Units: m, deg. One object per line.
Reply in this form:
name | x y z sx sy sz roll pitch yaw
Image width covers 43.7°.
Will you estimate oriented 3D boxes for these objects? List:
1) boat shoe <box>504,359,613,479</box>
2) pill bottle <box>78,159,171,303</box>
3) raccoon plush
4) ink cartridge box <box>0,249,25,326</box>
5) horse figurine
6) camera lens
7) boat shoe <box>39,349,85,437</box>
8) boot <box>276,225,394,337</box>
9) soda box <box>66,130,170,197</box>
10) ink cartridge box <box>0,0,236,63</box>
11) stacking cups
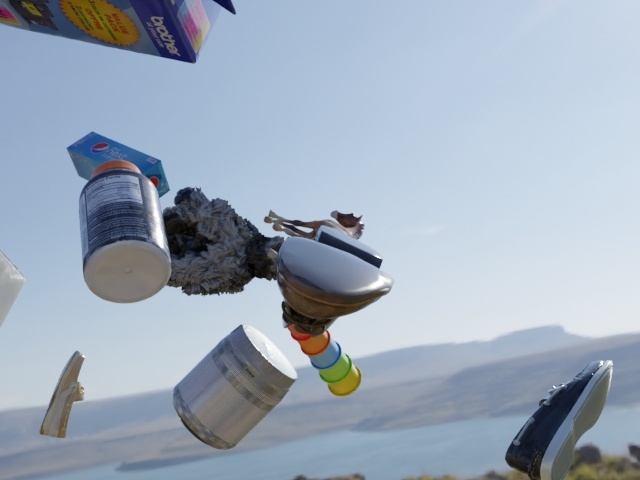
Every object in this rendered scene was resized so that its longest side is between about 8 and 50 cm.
boat shoe | 0.425 0.299 1.397 0.091 0.114 0.302 14 33 36
pill bottle | -0.314 -0.026 1.264 0.131 0.245 0.130 -10 -48 -11
raccoon plush | -0.214 0.056 1.775 0.447 0.216 0.299 29 -11 -6
ink cartridge box | -0.773 0.087 1.562 0.270 0.198 0.197 9 -31 16
horse figurine | 0.000 0.000 1.287 0.175 0.066 0.263 14 15 -11
camera lens | -0.223 0.378 2.041 0.274 0.219 0.219 -45 -15 4
boat shoe | -0.487 0.300 1.547 0.059 0.170 0.063 23 -14 -16
boot | 0.004 0.059 0.826 0.112 0.115 0.305 28 6 5
soda box | -0.382 -0.136 1.503 0.210 0.071 0.067 24 51 34
ink cartridge box | -0.283 -0.373 0.986 0.396 0.151 0.270 12 -21 15
stacking cups | -0.002 0.255 1.920 0.096 0.096 0.316 -14 -46 21
